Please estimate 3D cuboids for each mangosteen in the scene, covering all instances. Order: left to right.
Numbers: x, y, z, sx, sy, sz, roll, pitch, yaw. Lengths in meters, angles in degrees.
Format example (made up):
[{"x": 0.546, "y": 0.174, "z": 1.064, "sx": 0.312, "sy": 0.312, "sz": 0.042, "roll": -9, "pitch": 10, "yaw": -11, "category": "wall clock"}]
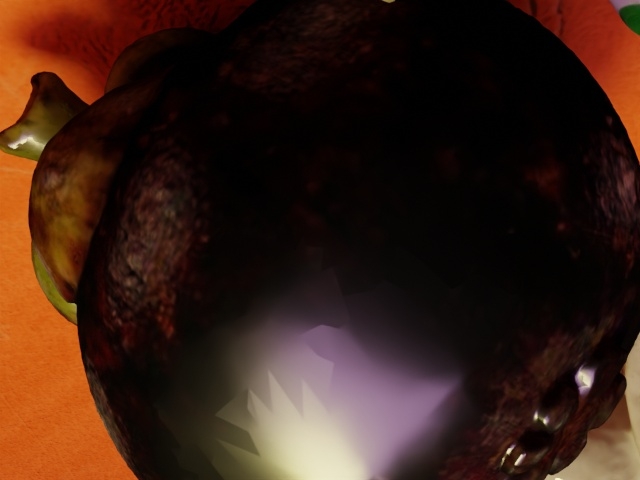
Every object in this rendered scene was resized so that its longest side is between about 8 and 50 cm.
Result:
[{"x": 0.007, "y": 0.013, "z": 0.487, "sx": 0.297, "sy": 0.297, "sz": 0.313, "roll": 24, "pitch": 174, "yaw": -34, "category": "mangosteen"}]

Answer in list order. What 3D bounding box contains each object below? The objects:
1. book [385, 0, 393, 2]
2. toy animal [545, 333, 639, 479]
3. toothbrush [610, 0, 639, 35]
[{"x": -0.013, "y": -0.196, "z": 0.256, "sx": 0.026, "sy": 0.161, "sz": 0.231, "roll": 26, "pitch": 173, "yaw": 45, "category": "book"}, {"x": 0.215, "y": 0.140, "z": 0.697, "sx": 0.206, "sy": 0.265, "sz": 0.272, "roll": 1, "pitch": 147, "yaw": -6, "category": "toy animal"}, {"x": 0.173, "y": -0.122, "z": 0.493, "sx": 0.030, "sy": 0.030, "sz": 0.304, "roll": -27, "pitch": 137, "yaw": 37, "category": "toothbrush"}]
